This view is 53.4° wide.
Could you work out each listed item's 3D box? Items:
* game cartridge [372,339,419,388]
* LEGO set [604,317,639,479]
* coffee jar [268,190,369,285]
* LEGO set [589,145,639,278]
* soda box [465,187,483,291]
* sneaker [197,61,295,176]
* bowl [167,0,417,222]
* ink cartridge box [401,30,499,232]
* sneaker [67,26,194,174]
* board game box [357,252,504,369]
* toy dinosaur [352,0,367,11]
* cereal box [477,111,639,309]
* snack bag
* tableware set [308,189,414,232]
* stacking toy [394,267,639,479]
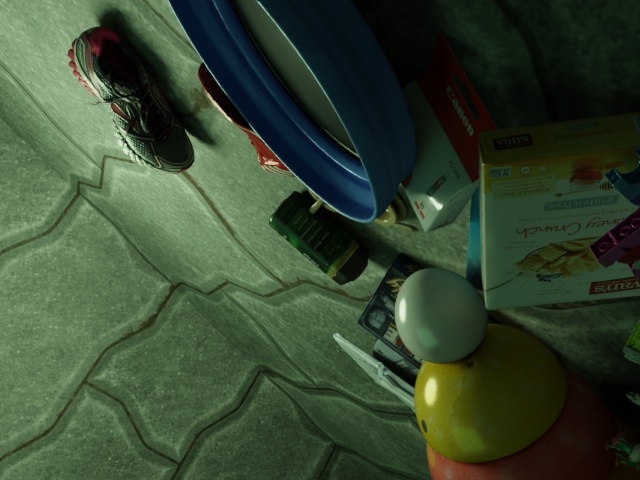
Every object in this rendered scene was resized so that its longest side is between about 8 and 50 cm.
[{"bbox_3d":[0.213,0.235,1.255,0.198,0.062,0.297,44,158,2],"label":"game cartridge"},{"bbox_3d":[0.383,0.189,0.739,0.107,0.132,0.287,29,122,27],"label":"LEGO set"},{"bbox_3d":[0.000,0.000,1.111,0.184,0.079,0.096,40,176,2],"label":"coffee jar"},{"bbox_3d":[0.313,-0.057,0.473,0.093,0.087,0.227,34,118,-21],"label":"LEGO set"},{"bbox_3d":[0.223,-0.011,0.759,0.071,0.067,0.210,29,155,27],"label":"soda box"},{"bbox_3d":[-0.105,-0.171,0.969,0.221,0.087,0.128,45,156,-5],"label":"sneaker"},{"bbox_3d":[-0.040,-0.193,0.713,0.391,0.077,0.391,49,172,10],"label":"bowl"},{"bbox_3d":[0.121,-0.108,0.689,0.179,0.045,0.145,98,151,-67],"label":"ink cartridge box"},{"bbox_3d":[-0.336,-0.244,1.158,0.112,0.121,0.299,3,136,54],"label":"sneaker"},{"bbox_3d":[0.194,0.153,1.063,0.243,0.042,0.165,36,134,13],"label":"board game box"},{"bbox_3d":[0.002,-0.276,0.636,0.268,0.064,0.118,53,169,-28],"label":"toy dinosaur"},{"bbox_3d":[0.246,-0.017,0.627,0.173,0.047,0.240,-7,141,11],"label":"cereal box"},{"bbox_3d":[0.189,0.346,1.398,0.342,0.037,0.323,32,168,37],"label":"snack bag"},{"bbox_3d":[0.046,-0.063,0.984,0.194,0.039,0.128,18,149,44],"label":"tableware set"},{"bbox_3d":[0.243,0.232,0.882,0.480,0.350,0.351,57,154,-16],"label":"stacking toy"}]
